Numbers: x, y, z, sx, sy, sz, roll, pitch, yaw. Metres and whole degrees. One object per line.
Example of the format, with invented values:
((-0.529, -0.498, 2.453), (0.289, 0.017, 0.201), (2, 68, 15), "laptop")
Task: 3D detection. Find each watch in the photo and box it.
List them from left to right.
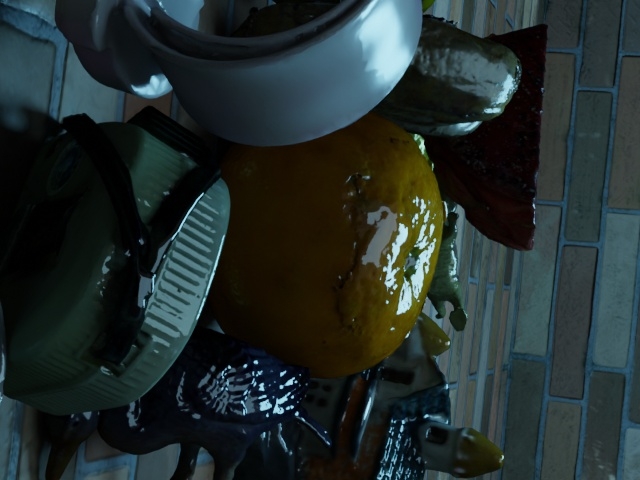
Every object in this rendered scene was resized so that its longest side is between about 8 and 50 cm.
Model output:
((-0.047, -0.205, 0.789), (0.196, 0.231, 0.244), (61, 42, -60), "watch")

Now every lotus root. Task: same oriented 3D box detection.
((0.062, -0.168, 1.209), (0.167, 0.329, 0.078), (125, -35, -48), "lotus root")

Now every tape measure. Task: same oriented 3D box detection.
((-0.153, -0.008, 0.801), (0.115, 0.207, 0.235), (31, 60, -28), "tape measure")

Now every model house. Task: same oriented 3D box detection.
((0.069, 0.198, 1.342), (0.271, 0.301, 0.190), (-66, 160, -43), "model house")

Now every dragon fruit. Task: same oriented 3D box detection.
((0.202, -0.102, 1.450), (0.205, 0.152, 0.317), (80, 16, -49), "dragon fruit")

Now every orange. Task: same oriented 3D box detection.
((0.000, 0.000, 1.173), (0.284, 0.226, 0.283), (-30, 125, -55), "orange")

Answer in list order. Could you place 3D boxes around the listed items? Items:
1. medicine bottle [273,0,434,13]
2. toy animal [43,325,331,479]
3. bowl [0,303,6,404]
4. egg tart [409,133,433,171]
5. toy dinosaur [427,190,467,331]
((0.061, -0.435, 1.240), (0.224, 0.224, 0.384), (63, 36, -56), "medicine bottle")
((-0.112, 0.161, 1.023), (0.298, 0.122, 0.185), (-8, 103, -39), "toy animal")
((-0.269, 0.080, 0.654), (0.189, 0.086, 0.189), (4, 90, -69), "bowl")
((0.067, -0.102, 1.477), (0.345, 0.132, 0.345), (5, 90, -70), "egg tart")
((0.164, 0.050, 1.531), (0.200, 0.072, 0.251), (-73, 154, -59), "toy dinosaur")
